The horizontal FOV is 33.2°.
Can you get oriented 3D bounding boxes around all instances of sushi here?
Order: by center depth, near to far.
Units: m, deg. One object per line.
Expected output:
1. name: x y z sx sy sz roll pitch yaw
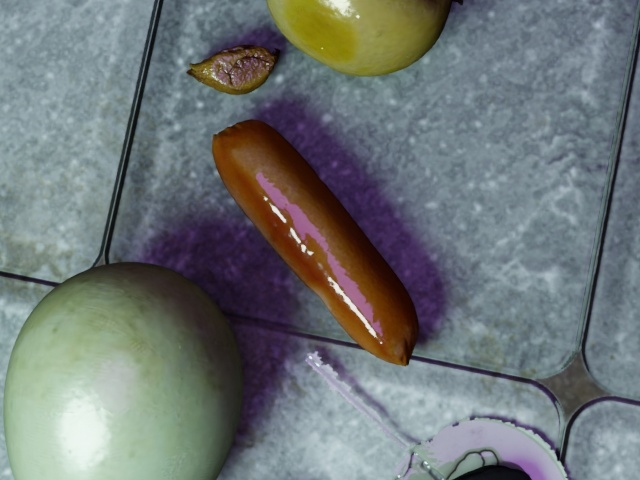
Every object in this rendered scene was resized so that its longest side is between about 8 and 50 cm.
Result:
1. sushi: -0.088 -0.176 1.113 0.099 0.047 0.050 -4 96 -12

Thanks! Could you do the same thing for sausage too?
1. sausage: 0.000 0.000 1.066 0.083 0.089 0.300 -40 83 -6

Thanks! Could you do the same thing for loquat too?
1. loquat: 0.046 -0.264 1.033 0.213 0.213 0.213 0 85 5

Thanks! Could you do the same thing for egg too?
1. egg: -0.186 0.166 1.002 0.218 0.218 0.295 11 93 6

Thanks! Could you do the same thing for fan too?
1. fan: 0.107 0.225 1.073 0.329 0.009 0.190 40 90 5

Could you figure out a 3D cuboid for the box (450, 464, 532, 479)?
1. box: 0.143 0.327 1.013 0.212 0.042 0.201 -22 86 -22
